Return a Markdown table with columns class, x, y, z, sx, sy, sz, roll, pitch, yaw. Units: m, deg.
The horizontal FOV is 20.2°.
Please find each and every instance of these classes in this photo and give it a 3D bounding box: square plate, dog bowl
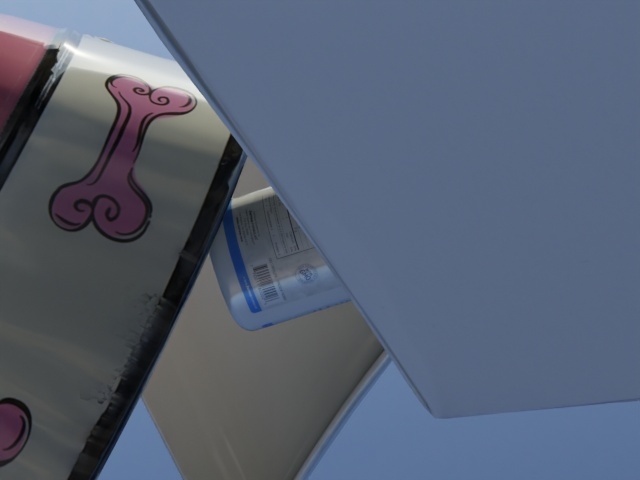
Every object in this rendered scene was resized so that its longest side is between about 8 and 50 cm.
| class | x | y | z | sx | sy | sz | roll | pitch | yaw |
| --- | --- | --- | --- | --- | --- | --- | --- | --- | --- |
| square plate | -0.044 | 0.007 | 1.348 | 0.347 | 0.049 | 0.344 | -56 | -132 | 31 |
| dog bowl | -0.193 | 0.058 | 0.963 | 0.408 | 0.150 | 0.408 | -59 | -170 | 17 |

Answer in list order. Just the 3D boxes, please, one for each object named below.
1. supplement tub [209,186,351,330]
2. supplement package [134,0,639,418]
| class | x | y | z | sx | sy | sz | roll | pitch | yaw |
| --- | --- | --- | --- | --- | --- | --- | --- | --- | --- |
| supplement tub | 0.000 | 0.000 | 0.926 | 0.107 | 0.071 | 0.071 | -17 | -140 | 5 |
| supplement package | 0.134 | -0.091 | 0.378 | 0.293 | 0.175 | 0.178 | -9 | -133 | 27 |
